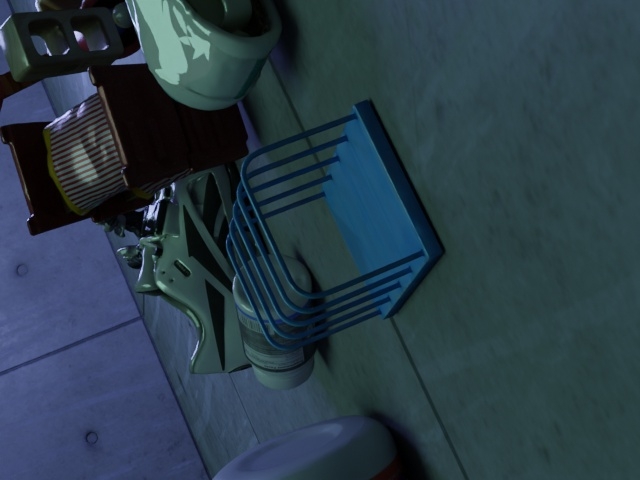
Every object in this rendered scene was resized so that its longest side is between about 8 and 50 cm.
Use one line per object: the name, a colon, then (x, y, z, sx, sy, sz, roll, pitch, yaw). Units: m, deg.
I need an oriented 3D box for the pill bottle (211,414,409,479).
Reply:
pill bottle: (0.029, 0.335, 1.102, 0.181, 0.181, 0.323, 174, 75, -75)

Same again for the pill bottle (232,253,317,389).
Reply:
pill bottle: (-0.042, 0.084, 1.209, 0.137, 0.078, 0.078, 85, 158, -49)

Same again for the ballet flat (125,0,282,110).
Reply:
ballet flat: (-0.135, -0.297, 0.940, 0.400, 0.139, 0.139, 64, 166, -1)

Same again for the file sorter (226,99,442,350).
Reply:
file sorter: (0.000, 0.000, 0.874, 0.118, 0.104, 0.170, 64, 165, 13)

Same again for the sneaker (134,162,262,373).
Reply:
sneaker: (-0.149, -0.009, 1.340, 0.122, 0.146, 0.330, 127, 121, -75)

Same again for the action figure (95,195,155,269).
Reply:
action figure: (-0.209, -0.037, 1.472, 0.141, 0.275, 0.164, -18, 61, 43)

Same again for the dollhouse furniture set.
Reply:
dollhouse furniture set: (-0.236, -0.213, 1.208, 0.201, 0.152, 0.374, -23, 84, 48)

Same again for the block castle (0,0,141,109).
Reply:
block castle: (-0.419, -0.366, 1.394, 0.213, 0.303, 0.453, -14, 106, 55)
